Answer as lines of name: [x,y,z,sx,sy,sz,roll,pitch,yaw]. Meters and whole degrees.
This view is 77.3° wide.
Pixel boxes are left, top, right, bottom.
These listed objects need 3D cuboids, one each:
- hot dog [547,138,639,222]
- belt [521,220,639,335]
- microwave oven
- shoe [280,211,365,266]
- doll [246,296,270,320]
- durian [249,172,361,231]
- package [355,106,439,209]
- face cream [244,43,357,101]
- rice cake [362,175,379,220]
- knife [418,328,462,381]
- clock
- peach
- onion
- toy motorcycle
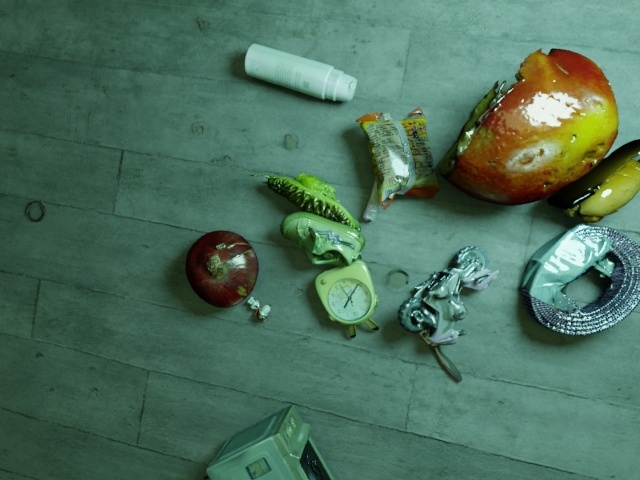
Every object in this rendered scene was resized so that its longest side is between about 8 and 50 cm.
hot dog: [0.778,-0.142,1.063,0.326,0.194,0.107,-32,99,6]
belt: [0.719,0.113,1.105,0.260,0.122,0.325,45,99,11]
microwave oven: [-0.118,0.730,1.196,0.287,0.218,0.354,-31,87,9]
shoe: [0.002,-0.006,1.184,0.263,0.128,0.139,13,135,5]
doll: [-0.201,0.221,1.288,0.085,0.040,0.058,23,82,3]
durian: [-0.032,-0.136,1.208,0.376,0.132,0.106,30,138,2]
package: [0.240,-0.246,1.161,0.224,0.108,0.287,-12,90,-21]
face cream: [-0.055,-0.505,1.220,0.346,0.102,0.101,20,94,7]
rice cake: [0.174,-0.159,1.224,0.047,0.036,0.206,17,93,-8]
knife: [0.351,0.325,1.218,0.035,0.018,0.247,-38,85,10]
clock: [0.093,0.185,1.228,0.170,0.069,0.231,-21,89,8]
peach: [0.506,-0.269,1.023,0.418,0.339,0.352,-13,89,13]
onion: [-0.314,0.087,1.251,0.248,0.161,0.247,1,93,30]
toy motorcycle: [0.383,0.172,1.158,0.327,0.143,0.188,-41,94,-8]
